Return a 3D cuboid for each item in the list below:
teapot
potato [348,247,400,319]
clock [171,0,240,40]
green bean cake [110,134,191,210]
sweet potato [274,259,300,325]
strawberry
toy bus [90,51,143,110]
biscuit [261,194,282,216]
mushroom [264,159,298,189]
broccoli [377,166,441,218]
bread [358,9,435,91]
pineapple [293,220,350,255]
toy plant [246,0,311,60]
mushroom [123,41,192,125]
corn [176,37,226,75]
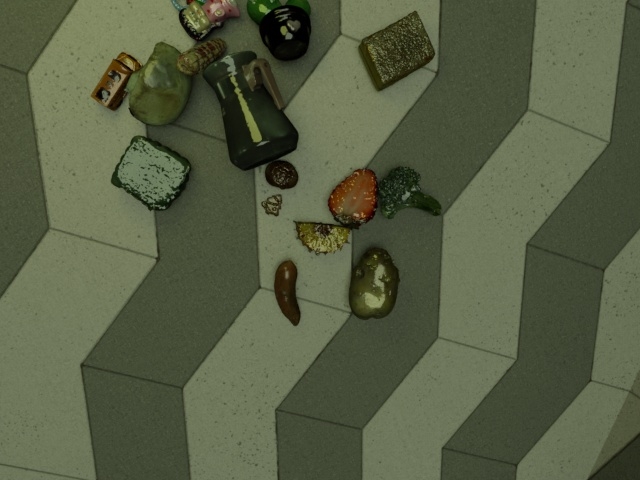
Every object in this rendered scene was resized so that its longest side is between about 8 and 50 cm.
[{"bbox_3d":[-0.228,-0.437,1.433,0.253,0.300,0.345,-31,101,-40],"label":"teapot"},{"bbox_3d":[0.214,0.174,1.681,0.191,0.141,0.297,10,101,8],"label":"potato"},{"bbox_3d":[-0.399,-0.795,1.430,0.195,0.100,0.194,-36,100,-2],"label":"clock"},{"bbox_3d":[-0.592,-0.233,1.505,0.227,0.125,0.223,32,94,-14],"label":"green bean cake"},{"bbox_3d":[-0.132,0.213,1.673,0.097,0.097,0.292,-5,110,-6],"label":"sweet potato"},{"bbox_3d":[0.139,-0.154,1.627,0.190,0.111,0.237,25,78,13],"label":"strawberry"},{"bbox_3d":[-0.692,-0.545,1.445,0.083,0.088,0.195,34,95,-13],"label":"toy bus"},{"bbox_3d":[-0.178,-0.139,1.630,0.082,0.016,0.092,40,96,-12],"label":"biscuit"},{"bbox_3d":[-0.143,-0.242,1.577,0.126,0.085,0.110,0,101,-13],"label":"mushroom"},{"bbox_3d":[0.337,-0.144,1.635,0.199,0.177,0.275,-48,116,-2],"label":"broccoli"},{"bbox_3d":[0.274,-0.677,1.533,0.234,0.110,0.184,-29,100,-3],"label":"bread"},{"bbox_3d":[0.000,0.000,1.649,0.232,0.079,0.135,9,102,-9],"label":"pineapple"},{"bbox_3d":[-0.132,-0.742,1.447,0.217,0.175,0.236,-8,75,-12],"label":"toy plant"},{"bbox_3d":[-0.523,-0.516,1.417,0.189,0.164,0.267,37,79,-25],"label":"mushroom"},{"bbox_3d":[-0.390,-0.617,1.412,0.079,0.237,0.080,13,135,13],"label":"corn"}]
